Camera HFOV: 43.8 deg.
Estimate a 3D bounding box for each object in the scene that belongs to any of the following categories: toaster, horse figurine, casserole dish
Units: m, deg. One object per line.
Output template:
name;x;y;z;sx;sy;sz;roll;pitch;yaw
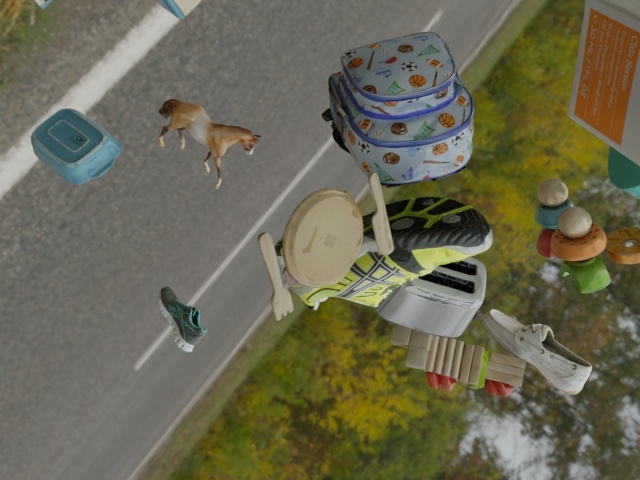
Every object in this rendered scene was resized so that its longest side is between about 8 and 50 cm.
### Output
toaster;0.221;0.097;1.525;0.146;0.227;0.129;111;-4;-56
horse figurine;-0.274;-0.241;1.806;0.066;0.263;0.174;-43;168;-45
casserole dish;-0.426;-0.169;1.366;0.114;0.188;0.037;-45;147;-17

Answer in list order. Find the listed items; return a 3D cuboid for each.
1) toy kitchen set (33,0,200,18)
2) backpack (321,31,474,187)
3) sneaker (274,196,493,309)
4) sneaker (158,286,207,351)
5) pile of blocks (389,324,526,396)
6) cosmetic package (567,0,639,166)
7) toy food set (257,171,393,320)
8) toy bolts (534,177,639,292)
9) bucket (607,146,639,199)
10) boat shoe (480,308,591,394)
toy kitchen set;-0.310;-0.364;1.134;0.166;0.207;0.122;-47;148;-5
backpack;0.154;-0.230;1.422;0.277;0.263;0.213;-18;143;-1
sneaker;0.112;0.027;1.356;0.385;0.147;0.145;-8;-156;31
sneaker;-0.306;0.166;1.792;0.076;0.166;0.065;-37;157;13
pile of blocks;0.295;0.287;1.788;0.149;0.362;0.112;-17;-123;64
cosmetic package;0.576;-0.202;1.168;0.162;0.453;0.230;-16;128;-16
toy food set;0.000;0.000;0.965;0.192;0.038;0.132;-29;121;-30
toy bolts;0.521;-0.039;1.561;0.218;0.158;0.228;-23;-153;-8
bucket;0.682;-0.173;1.473;0.281;0.183;0.281;-158;-90;-80
boat shoe;0.502;0.233;1.841;0.098;0.277;0.096;-21;141;-53
